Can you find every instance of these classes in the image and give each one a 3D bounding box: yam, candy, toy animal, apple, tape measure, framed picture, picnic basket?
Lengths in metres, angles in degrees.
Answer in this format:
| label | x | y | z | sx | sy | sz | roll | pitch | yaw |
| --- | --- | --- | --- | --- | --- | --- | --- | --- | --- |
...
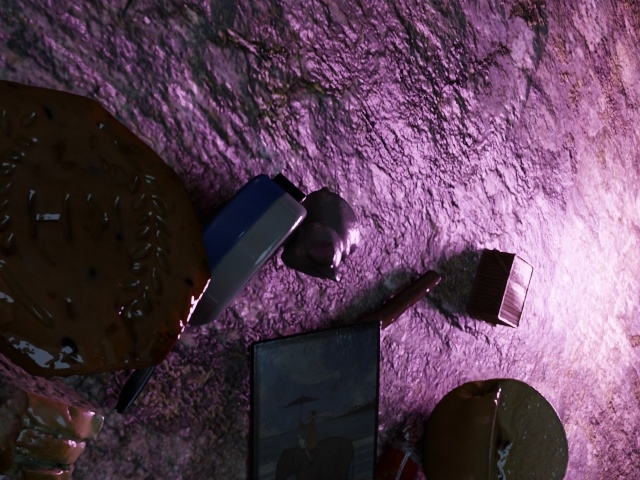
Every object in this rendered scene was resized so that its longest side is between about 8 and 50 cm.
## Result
| label | x | y | z | sx | sy | sz | roll | pitch | yaw |
| --- | --- | --- | --- | --- | --- | --- | --- | --- | --- |
| yam | 0.118 | 0.136 | 1.534 | 0.327 | 0.045 | 0.045 | -33 | 101 | -42 |
| candy | 0.133 | 0.474 | 1.614 | 0.086 | 0.059 | 0.292 | 50 | 61 | -45 |
| toy animal | -0.008 | 0.000 | 1.245 | 0.236 | 0.108 | 0.138 | -41 | 126 | -74 |
| apple | 0.334 | 0.418 | 1.714 | 0.295 | 0.233 | 0.258 | -13 | 94 | -38 |
| tape measure | -0.153 | 0.057 | 1.086 | 0.098 | 0.215 | 0.351 | 39 | 62 | -2 |
| framed picture | -0.006 | 0.314 | 1.393 | 0.265 | 0.016 | 0.347 | -5 | 101 | -36 |
| picnic basket | 0.396 | 0.106 | 1.841 | 0.115 | 0.079 | 0.164 | 28 | 76 | -50 |

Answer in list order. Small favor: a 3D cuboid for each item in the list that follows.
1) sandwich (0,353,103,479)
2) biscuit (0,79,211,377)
| label | x | y | z | sx | sy | sz | roll | pitch | yaw |
| --- | --- | --- | --- | --- | --- | --- | --- | --- | --- |
| sandwich | -0.363 | 0.128 | 0.776 | 0.273 | 0.249 | 0.095 | 36 | 80 | -47 |
| biscuit | -0.264 | -0.020 | 0.886 | 0.359 | 0.046 | 0.359 | 29 | 45 | -33 |
